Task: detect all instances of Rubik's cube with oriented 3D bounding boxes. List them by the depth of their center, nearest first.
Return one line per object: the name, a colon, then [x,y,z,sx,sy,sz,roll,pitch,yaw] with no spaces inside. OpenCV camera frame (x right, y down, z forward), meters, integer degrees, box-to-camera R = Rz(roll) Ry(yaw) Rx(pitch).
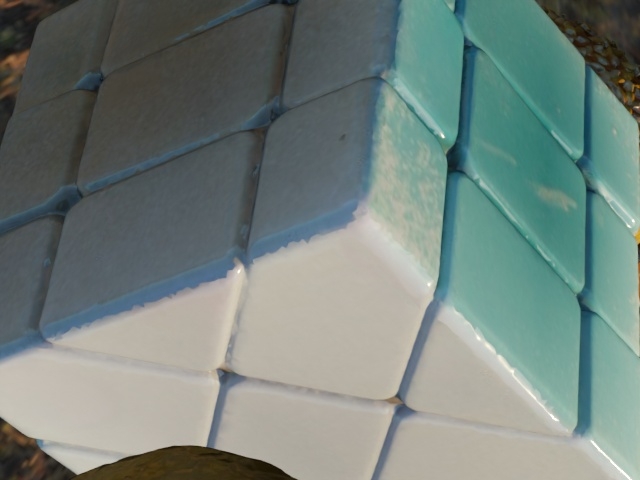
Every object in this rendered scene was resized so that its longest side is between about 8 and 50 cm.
Rubik's cube: [0.000,0.000,1.205,0.319,0.316,0.322,-21,132,30]

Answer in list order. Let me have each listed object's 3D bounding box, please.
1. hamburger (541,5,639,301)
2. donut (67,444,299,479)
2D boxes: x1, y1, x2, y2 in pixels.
hamburger: [0.164,-0.053,1.738,0.330,0.330,0.250,2,137,6]
donut: [-0.067,0.209,0.553,0.299,0.317,0.150,-11,128,32]
